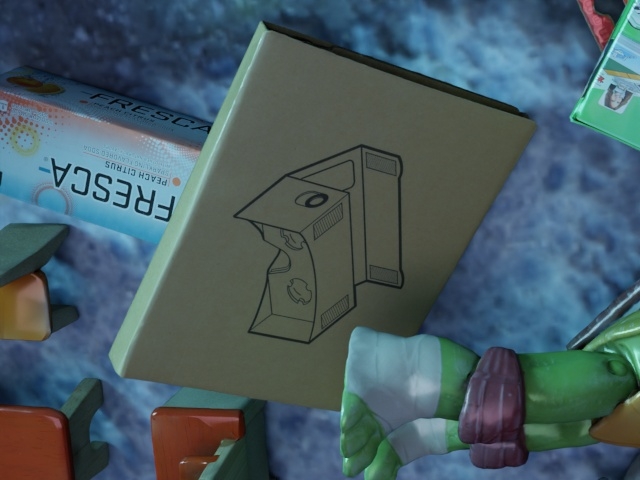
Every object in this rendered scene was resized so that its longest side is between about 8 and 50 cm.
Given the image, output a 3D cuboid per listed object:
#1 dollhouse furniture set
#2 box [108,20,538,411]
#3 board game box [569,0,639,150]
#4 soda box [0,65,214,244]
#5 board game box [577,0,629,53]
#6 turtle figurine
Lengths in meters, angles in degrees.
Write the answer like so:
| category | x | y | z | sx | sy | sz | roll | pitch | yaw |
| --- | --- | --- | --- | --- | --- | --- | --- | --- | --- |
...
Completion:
| category | x | y | z | sx | sy | sz | roll | pitch | yaw |
| --- | --- | --- | --- | --- | --- | --- | --- | --- | --- |
| dollhouse furniture set | -0.164 | 0.134 | 0.693 | 0.259 | 0.135 | 0.262 | 1 | 108 | 14 |
| box | 0.000 | 0.000 | 0.620 | 0.164 | 0.021 | 0.201 | 14 | 116 | -30 |
| board game box | 0.300 | -0.082 | 0.512 | 0.317 | 0.046 | 0.213 | 27 | 114 | 7 |
| soda box | -0.102 | -0.041 | 0.663 | 0.183 | 0.058 | 0.063 | 18 | 111 | 9 |
| board game box | 0.242 | -0.162 | 0.550 | 0.259 | 0.039 | 0.124 | -24 | 99 | 23 |
| turtle figurine | 0.148 | 0.130 | 0.578 | 0.266 | 0.198 | 0.274 | 1 | 104 | 12 |
